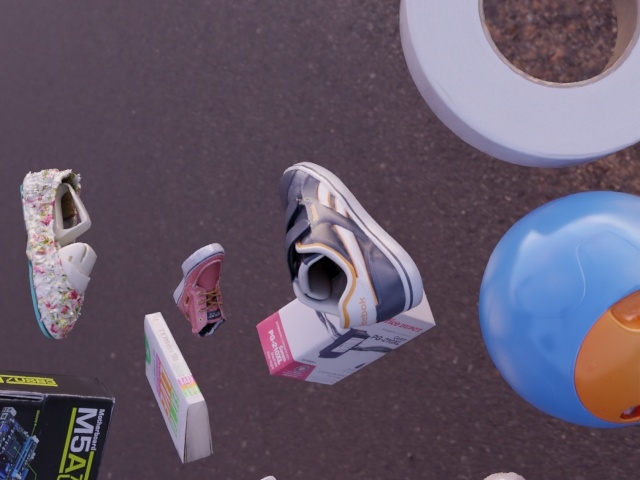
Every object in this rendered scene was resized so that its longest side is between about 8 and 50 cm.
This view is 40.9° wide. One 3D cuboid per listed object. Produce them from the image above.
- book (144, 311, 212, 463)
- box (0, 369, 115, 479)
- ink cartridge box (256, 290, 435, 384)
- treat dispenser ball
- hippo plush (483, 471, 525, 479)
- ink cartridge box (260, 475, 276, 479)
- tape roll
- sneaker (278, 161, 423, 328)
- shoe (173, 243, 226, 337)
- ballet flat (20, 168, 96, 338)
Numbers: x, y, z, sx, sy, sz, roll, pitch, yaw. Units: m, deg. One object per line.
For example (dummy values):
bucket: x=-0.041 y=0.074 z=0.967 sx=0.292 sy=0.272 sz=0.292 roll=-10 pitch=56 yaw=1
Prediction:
book: x=-0.163 y=0.162 z=0.964 sx=0.144 sy=0.035 sz=0.096 roll=52 pitch=146 yaw=43
box: x=-0.221 y=0.161 z=0.458 sx=0.045 sy=0.184 sz=0.191 roll=20 pitch=98 yaw=55
ink cartridge box: x=0.043 y=0.138 z=1.420 sx=0.237 sy=0.172 sz=0.100 roll=-34 pitch=58 yaw=26
treat dispenser ball: x=0.341 y=0.083 z=1.055 sx=0.288 sy=0.288 sz=0.288 roll=-20 pitch=59 yaw=36
hippo plush: x=0.275 y=0.473 z=1.085 sx=0.234 sy=0.294 sz=0.236 roll=-43 pitch=31 yaw=-12
ink cartridge box: x=-0.089 y=0.304 z=0.804 sx=0.067 sy=0.198 sz=0.115 roll=-30 pitch=79 yaw=50
tape roll: x=0.292 y=-0.286 z=1.084 sx=0.072 sy=0.392 sz=0.392 roll=114 pitch=178 yaw=-85
sneaker: x=0.000 y=0.000 z=1.191 sx=0.127 sy=0.126 sz=0.321 roll=-22 pitch=42 yaw=-21
shoe: x=-0.163 y=0.076 z=1.242 sx=0.081 sy=0.063 sz=0.178 roll=59 pitch=148 yaw=16
ballet flat: x=-0.315 y=0.003 z=1.041 sx=0.077 sy=0.091 sz=0.241 roll=-20 pitch=59 yaw=2
